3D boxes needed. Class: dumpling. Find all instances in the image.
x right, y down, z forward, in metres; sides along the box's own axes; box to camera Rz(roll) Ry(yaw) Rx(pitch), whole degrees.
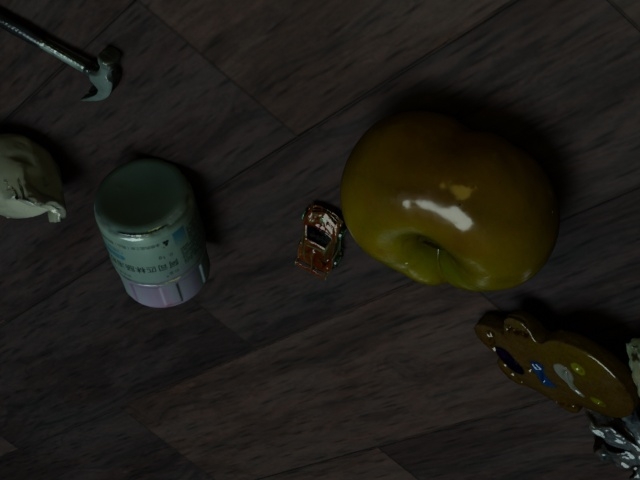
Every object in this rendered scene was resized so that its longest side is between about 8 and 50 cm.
[{"bbox_3d":[-0.413,-0.079,2.100,0.199,0.118,0.136,40,178,43],"label":"dumpling"}]

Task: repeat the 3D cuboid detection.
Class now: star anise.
[{"bbox_3d":[0.437,0.262,1.897,0.262,0.081,0.230,23,138,16],"label":"star anise"}]

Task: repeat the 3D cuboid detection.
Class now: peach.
[{"bbox_3d":[0.141,-0.035,1.661,0.251,0.153,0.251,24,165,7],"label":"peach"}]

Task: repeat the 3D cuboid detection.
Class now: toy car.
[{"bbox_3d":[0.000,0.000,1.930,0.059,0.035,0.122,28,151,11],"label":"toy car"}]

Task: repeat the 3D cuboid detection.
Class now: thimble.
[{"bbox_3d":[0.396,0.154,1.758,0.062,0.084,0.110,-20,113,23],"label":"thimble"}]

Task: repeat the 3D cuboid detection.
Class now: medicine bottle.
[{"bbox_3d":[-0.218,-0.006,2.014,0.135,0.135,0.168,18,148,20],"label":"medicine bottle"}]

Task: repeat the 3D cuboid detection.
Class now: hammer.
[{"bbox_3d":[-0.357,-0.249,1.884,0.246,0.029,0.103,28,149,6],"label":"hammer"}]

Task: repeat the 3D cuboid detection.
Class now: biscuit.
[{"bbox_3d":[0.288,0.153,1.859,0.236,0.039,0.180,10,144,51],"label":"biscuit"}]
